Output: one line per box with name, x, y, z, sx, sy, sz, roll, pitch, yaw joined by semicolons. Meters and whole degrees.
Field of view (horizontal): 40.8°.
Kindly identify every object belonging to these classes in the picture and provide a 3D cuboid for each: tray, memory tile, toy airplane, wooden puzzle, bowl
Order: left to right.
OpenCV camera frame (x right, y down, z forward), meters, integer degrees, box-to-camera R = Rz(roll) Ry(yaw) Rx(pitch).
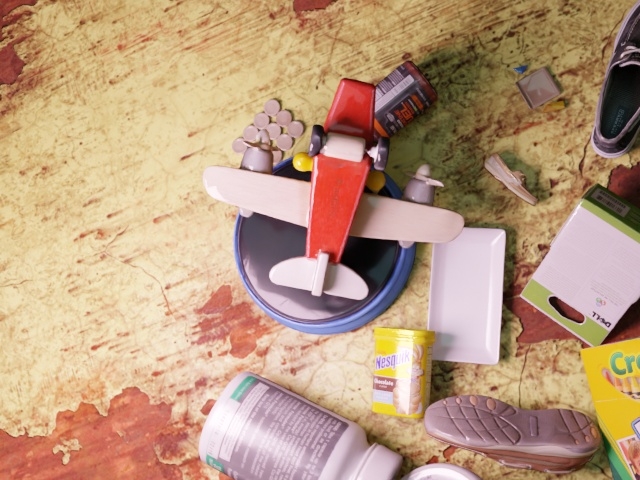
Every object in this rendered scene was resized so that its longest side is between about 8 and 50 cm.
memory tile;-0.114;-0.223;1.879;0.113;0.012;0.148;42;94;15
bowl;0.000;0.000;1.791;0.391;0.077;0.391;-2;83;14
toy airplane;0.028;-0.082;1.647;0.384;0.272;0.386;-31;113;19
tray;0.292;0.109;1.726;0.145;0.030;0.270;3;84;15
wooden puzzle;0.442;-0.308;1.748;0.078;0.014;0.116;-21;79;7

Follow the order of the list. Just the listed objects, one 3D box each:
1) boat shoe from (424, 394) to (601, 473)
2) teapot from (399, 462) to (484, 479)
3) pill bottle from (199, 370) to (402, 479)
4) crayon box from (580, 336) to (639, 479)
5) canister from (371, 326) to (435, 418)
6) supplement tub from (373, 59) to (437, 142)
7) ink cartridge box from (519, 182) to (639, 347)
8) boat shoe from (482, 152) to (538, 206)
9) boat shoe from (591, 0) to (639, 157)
boat shoe;0.355;0.380;1.625;0.324;0.123;0.116;8;129;11
teapot;0.238;0.556;1.615;0.256;0.187;0.252;22;69;41
pill bottle;-0.036;0.419;1.683;0.361;0.204;0.204;23;89;16
crayon box;0.636;0.306;1.459;0.106;0.363;0.313;-8;79;-29
canister;0.162;0.260;1.706;0.126;0.073;0.170;0;85;38
supplement tub;0.136;-0.271;1.774;0.198;0.106;0.106;-39;76;8
ink cartridge box;0.528;0.051;1.649;0.189;0.097;0.255;36;127;15
boat shoe;0.386;-0.123;1.720;0.135;0.050;0.045;43;100;15
boat shoe;0.611;-0.321;1.650;0.121;0.119;0.335;16;88;16
